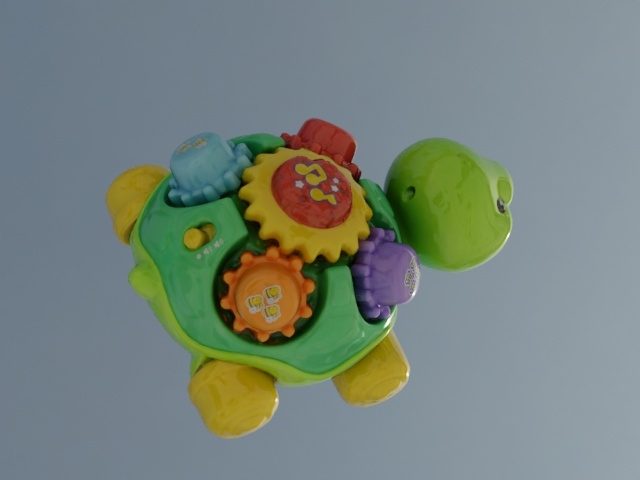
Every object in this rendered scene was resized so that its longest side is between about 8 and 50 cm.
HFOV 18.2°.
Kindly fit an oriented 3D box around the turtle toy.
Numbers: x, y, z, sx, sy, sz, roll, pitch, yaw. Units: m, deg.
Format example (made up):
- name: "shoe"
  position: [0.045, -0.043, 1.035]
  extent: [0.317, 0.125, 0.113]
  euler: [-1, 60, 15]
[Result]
- name: "turtle toy"
  position: [0.000, 0.000, 0.615]
  extent: [0.130, 0.095, 0.066]
  euler: [-10, -31, -32]
